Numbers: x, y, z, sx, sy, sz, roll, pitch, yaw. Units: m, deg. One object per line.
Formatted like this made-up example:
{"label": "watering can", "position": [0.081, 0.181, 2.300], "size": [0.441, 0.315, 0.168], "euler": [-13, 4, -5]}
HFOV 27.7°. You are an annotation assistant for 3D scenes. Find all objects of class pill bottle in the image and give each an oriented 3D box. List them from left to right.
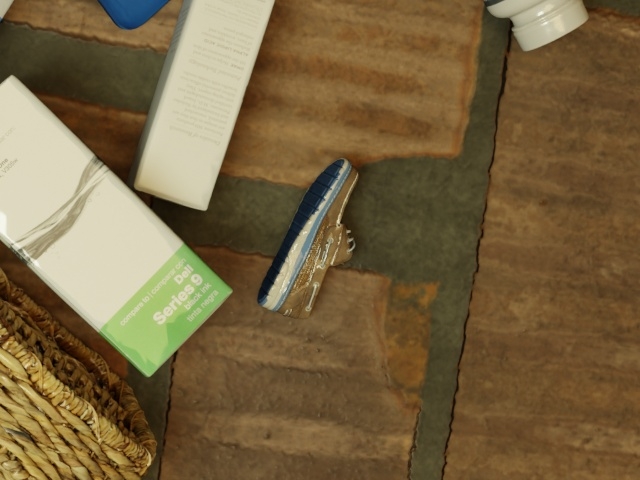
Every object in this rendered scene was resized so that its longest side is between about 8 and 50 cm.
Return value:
{"label": "pill bottle", "position": [0.215, -0.303, 1.410], "size": [0.108, 0.108, 0.180], "euler": [-30, 100, -9]}

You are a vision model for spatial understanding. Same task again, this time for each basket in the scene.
{"label": "basket", "position": [-0.282, 0.126, 1.210], "size": [0.299, 0.213, 0.223], "euler": [48, 55, -23]}

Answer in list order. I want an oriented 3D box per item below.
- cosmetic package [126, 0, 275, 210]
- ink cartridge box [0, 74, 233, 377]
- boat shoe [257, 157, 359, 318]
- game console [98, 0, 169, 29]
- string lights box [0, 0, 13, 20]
{"label": "cosmetic package", "position": [-0.125, -0.151, 1.337], "size": [0.085, 0.117, 0.231], "euler": [16, 91, -13]}
{"label": "ink cartridge box", "position": [-0.240, -0.018, 1.270], "size": [0.121, 0.211, 0.289], "euler": [-46, 103, -7]}
{"label": "boat shoe", "position": [0.000, 0.000, 1.408], "size": [0.066, 0.066, 0.183], "euler": [27, 97, -18]}
{"label": "game console", "position": [-0.184, -0.411, 1.313], "size": [0.293, 0.173, 0.250], "euler": [-44, 86, -8]}
{"label": "string lights box", "position": [-0.400, -0.144, 1.205], "size": [0.077, 0.133, 0.260], "euler": [42, 55, -31]}
